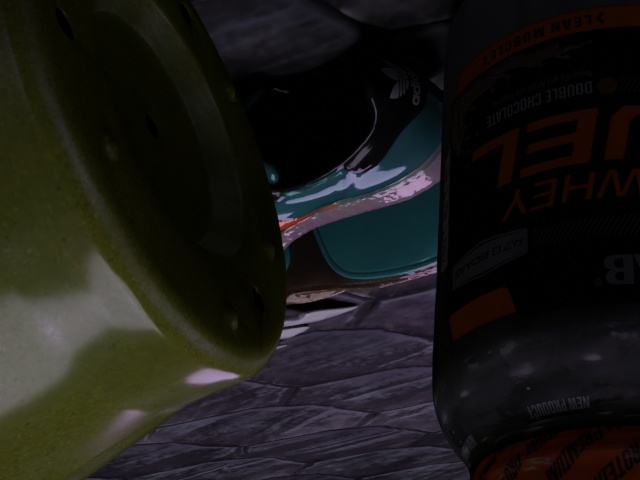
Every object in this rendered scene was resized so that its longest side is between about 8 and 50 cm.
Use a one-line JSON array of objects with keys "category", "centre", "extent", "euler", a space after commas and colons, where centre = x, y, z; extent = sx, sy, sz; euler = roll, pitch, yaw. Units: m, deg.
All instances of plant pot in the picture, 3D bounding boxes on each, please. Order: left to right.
[{"category": "plant pot", "centre": [-0.218, 0.007, 0.519], "extent": [0.353, 0.367, 0.366], "euler": [-21, 155, 14]}]

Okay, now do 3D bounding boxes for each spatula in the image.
[{"category": "spatula", "centre": [-0.094, 0.109, 1.167], "extent": [0.168, 0.019, 0.242], "euler": [-25, 167, 41]}]

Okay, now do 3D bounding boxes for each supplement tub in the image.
[{"category": "supplement tub", "centre": [0.169, 0.007, 0.621], "extent": [0.207, 0.338, 0.207], "euler": [4, 150, 2]}]

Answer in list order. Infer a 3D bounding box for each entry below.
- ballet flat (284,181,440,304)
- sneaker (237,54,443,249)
[{"category": "ballet flat", "centre": [0.000, 0.000, 0.888], "extent": [0.342, 0.116, 0.124], "euler": [-22, 175, 15]}, {"category": "sneaker", "centre": [-0.055, -0.045, 0.768], "extent": [0.302, 0.108, 0.121], "euler": [-28, 151, 21]}]
